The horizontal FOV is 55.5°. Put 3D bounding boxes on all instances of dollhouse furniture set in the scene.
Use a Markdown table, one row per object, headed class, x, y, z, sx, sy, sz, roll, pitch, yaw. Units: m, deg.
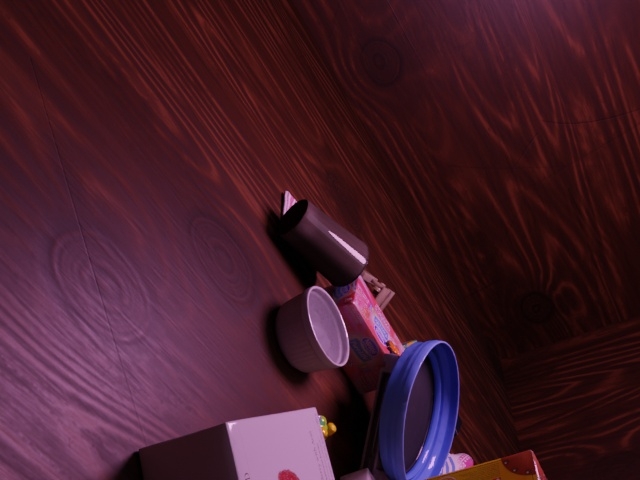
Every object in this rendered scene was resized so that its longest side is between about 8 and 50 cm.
| class | x | y | z | sx | sy | sz | roll | pitch | yaw |
| --- | --- | --- | --- | --- | --- | --- | --- | --- | --- |
| dollhouse furniture set | 0.159 | 0.187 | 2.121 | 0.151 | 0.123 | 0.144 | 37 | 4 | 31 |

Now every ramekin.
| class | x | y | z | sx | sy | sz | roll | pitch | yaw |
| --- | --- | --- | --- | --- | --- | --- | --- | --- | --- |
| ramekin | -0.024 | 0.227 | 1.507 | 0.207 | 0.109 | 0.207 | 51 | 25 | -36 |

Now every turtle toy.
| class | x | y | z | sx | sy | sz | roll | pitch | yaw |
| --- | --- | --- | --- | --- | --- | --- | --- | --- | --- |
| turtle toy | -0.019 | 0.425 | 1.351 | 0.066 | 0.095 | 0.130 | 50 | 14 | 19 |

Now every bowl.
| class | x | y | z | sx | sy | sz | roll | pitch | yaw |
| --- | --- | --- | --- | --- | --- | --- | --- | --- | --- |
| bowl | 0.263 | 0.455 | 1.595 | 0.391 | 0.077 | 0.391 | -10 | 101 | -57 |

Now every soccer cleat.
| class | x | y | z | sx | sy | sz | roll | pitch | yaw |
| --- | --- | --- | --- | --- | --- | --- | --- | --- | --- |
| soccer cleat | 0.350 | 0.660 | 1.794 | 0.331 | 0.116 | 0.143 | 3 | 49 | -57 |

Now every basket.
| class | x | y | z | sx | sy | sz | roll | pitch | yaw |
| --- | --- | --- | --- | --- | --- | --- | --- | --- | --- |
| basket | 0.000 | 0.000 | 1.718 | 0.227 | 0.154 | 0.204 | 40 | 4 | -24 |

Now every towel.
| class | x | y | z | sx | sy | sz | roll | pitch | yaw |
| --- | --- | --- | --- | --- | --- | --- | --- | --- | --- |
| towel | -0.053 | -0.046 | 1.846 | 0.197 | 0.029 | 0.144 | 49 | 26 | -38 |

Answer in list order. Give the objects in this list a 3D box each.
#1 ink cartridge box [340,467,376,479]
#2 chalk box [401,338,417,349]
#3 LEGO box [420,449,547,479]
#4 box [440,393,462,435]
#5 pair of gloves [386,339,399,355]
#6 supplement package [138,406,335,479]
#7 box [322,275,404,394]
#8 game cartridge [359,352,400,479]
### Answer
| class | x | y | z | sx | sy | sz | roll | pitch | yaw |
| --- | --- | --- | --- | --- | --- | --- | --- | --- | --- |
| ink cartridge box | 0.105 | 0.643 | 1.383 | 0.140 | 0.082 | 0.191 | 59 | 16 | -18 |
| chalk box | 0.248 | 0.409 | 1.952 | 0.213 | 0.132 | 0.132 | 4 | 64 | -66 |
| LEGO box | 0.244 | 0.656 | 1.146 | 0.372 | 0.500 | 0.193 | 59 | 21 | -17 |
| box | 0.300 | 0.528 | 1.841 | 0.153 | 0.207 | 0.108 | 69 | 20 | 3 |
| pair of gloves | 0.207 | 0.324 | 1.705 | 0.074 | 0.010 | 0.083 | 46 | 31 | -42 |
| supplement package | -0.120 | 0.390 | 0.992 | 0.293 | 0.175 | 0.178 | 21 | 50 | -62 |
| box | 0.112 | 0.272 | 1.746 | 0.300 | 0.142 | 0.154 | 59 | 23 | -20 |
| game cartridge | 0.199 | 0.497 | 1.623 | 0.230 | 0.068 | 0.355 | 32 | 66 | -51 |
